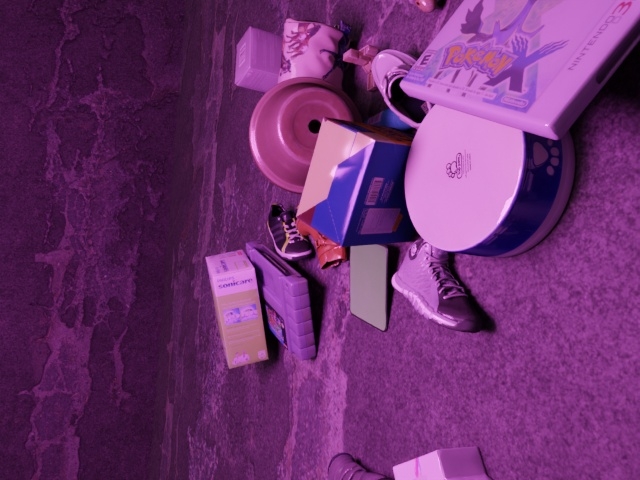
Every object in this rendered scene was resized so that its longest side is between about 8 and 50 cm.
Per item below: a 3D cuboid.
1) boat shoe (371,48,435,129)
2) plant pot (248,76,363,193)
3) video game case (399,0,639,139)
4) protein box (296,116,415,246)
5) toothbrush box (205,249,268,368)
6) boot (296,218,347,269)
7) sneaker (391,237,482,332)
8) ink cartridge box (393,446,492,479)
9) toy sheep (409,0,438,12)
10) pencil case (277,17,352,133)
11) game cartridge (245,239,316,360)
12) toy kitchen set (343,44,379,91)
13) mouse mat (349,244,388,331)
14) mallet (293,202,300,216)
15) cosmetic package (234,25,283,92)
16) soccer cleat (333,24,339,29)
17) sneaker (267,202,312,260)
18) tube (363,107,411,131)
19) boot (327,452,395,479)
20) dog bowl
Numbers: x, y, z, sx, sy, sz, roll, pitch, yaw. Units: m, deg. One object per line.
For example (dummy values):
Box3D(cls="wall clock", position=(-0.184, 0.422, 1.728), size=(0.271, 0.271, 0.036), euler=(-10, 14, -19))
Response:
Box3D(cls="boat shoe", position=(0.157, -0.288, 1.009), size=(0.096, 0.088, 0.267), euler=(-44, 51, 28))
Box3D(cls="plant pot", position=(-0.021, -0.224, 1.121), size=(0.229, 0.263, 0.262), euler=(-137, 55, -81))
Box3D(cls="video game case", position=(0.295, -0.303, 0.741), size=(0.300, 0.036, 0.329), euler=(-52, 34, 4))
Box3D(cls="protein box", position=(0.093, -0.108, 1.004), size=(0.136, 0.201, 0.199), euler=(34, 117, 40))
Box3D(cls="toothbrush box", position=(-0.245, 0.194, 1.554), size=(0.206, 0.122, 0.283), euler=(-142, 42, -68))
Box3D(cls="boot", position=(0.000, 0.000, 1.327), size=(0.197, 0.073, 0.152), euler=(-34, 60, 58))
Box3D(cls="sneaker", position=(0.206, 0.059, 0.921), size=(0.229, 0.086, 0.132), euler=(38, 116, 59))
Box3D(cls="ink cartridge box", position=(0.201, 0.392, 0.858), size=(0.143, 0.092, 0.089), euler=(-48, 44, 46))
Box3D(cls="toy sheep", position=(0.204, -0.504, 1.025), size=(0.091, 0.091, 0.132), euler=(-9, 83, 61))
Box3D(cls="pencil case", position=(-0.018, -0.322, 1.309), size=(0.160, 0.184, 0.409), euler=(-164, 79, -66))
Box3D(cls="game cartridge", position=(-0.118, 0.156, 1.461), size=(0.355, 0.068, 0.230), euler=(-148, 52, -59))
Box3D(cls="toy kitchen set", position=(0.102, -0.386, 1.189), size=(0.068, 0.083, 0.075), euler=(-7, 79, 62))
Box3D(cls="mouse mat", position=(0.102, 0.090, 1.154), size=(0.153, 0.007, 0.189), euler=(21, 115, 61))
Box3D(cls="mallet", position=(-0.049, -0.115, 1.477), size=(0.190, 0.039, 0.062), euler=(137, 130, -56))
Box3D(cls="cosmetic package", position=(-0.096, -0.459, 1.414), size=(0.107, 0.238, 0.127), euler=(-25, 61, 55))
Box3D(cls="soccer cleat", position=(0.039, -0.526, 1.392), size=(0.035, 0.029, 0.083), euler=(141, 133, -58))
Box3D(cls="sneaker", position=(-0.096, -0.030, 1.462), size=(0.234, 0.084, 0.097), euler=(47, 144, 49))
Box3D(cls="tube", position=(0.171, -0.254, 1.083), size=(0.207, 0.052, 0.080), euler=(-11, 78, 54))
Box3D(cls="boot", position=(0.079, 0.614, 1.048), size=(0.223, 0.118, 0.337), euler=(-18, 59, 63))
Box3D(cls="dog bowl", position=(0.253, -0.107, 0.841), size=(0.265, 0.104, 0.264), euler=(-19, 68, 59))
